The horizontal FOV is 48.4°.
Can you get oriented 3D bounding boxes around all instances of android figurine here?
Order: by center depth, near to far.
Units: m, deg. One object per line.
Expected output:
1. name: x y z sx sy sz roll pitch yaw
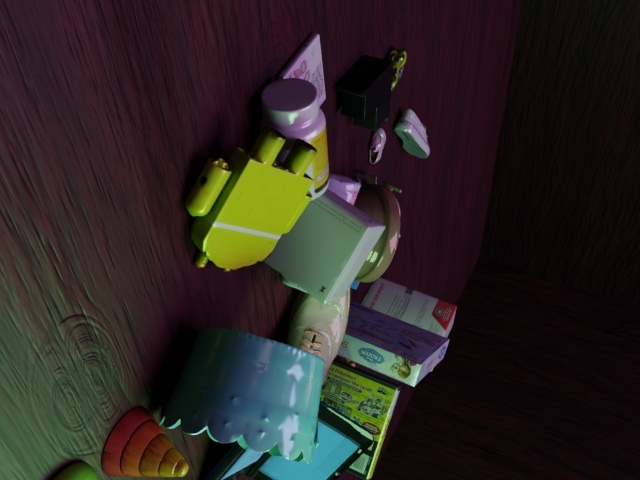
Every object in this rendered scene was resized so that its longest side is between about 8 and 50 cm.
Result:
1. android figurine: -0.117 -0.059 1.203 0.248 0.056 0.273 10 118 -51

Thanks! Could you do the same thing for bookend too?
1. bookend: 0.096 -0.309 1.608 0.156 0.072 0.157 -52 153 -40

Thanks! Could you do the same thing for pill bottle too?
1. pill bottle: -0.047 -0.179 1.291 0.119 0.119 0.208 -55 155 -36

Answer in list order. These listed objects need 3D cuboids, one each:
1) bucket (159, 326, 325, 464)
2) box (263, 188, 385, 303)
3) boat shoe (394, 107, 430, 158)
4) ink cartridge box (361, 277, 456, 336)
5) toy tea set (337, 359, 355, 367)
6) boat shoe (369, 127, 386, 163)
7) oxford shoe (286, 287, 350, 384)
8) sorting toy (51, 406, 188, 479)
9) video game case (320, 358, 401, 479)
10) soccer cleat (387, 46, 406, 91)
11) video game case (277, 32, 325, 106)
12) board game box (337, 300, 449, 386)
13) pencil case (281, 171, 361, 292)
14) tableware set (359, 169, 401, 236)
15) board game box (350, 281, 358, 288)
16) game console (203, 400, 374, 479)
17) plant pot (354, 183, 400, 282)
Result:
1. bucket: -0.127 0.276 1.271 0.281 0.281 0.183 57 46 -65
2. box: 0.000 0.000 1.426 0.182 0.181 0.119 -60 164 14
3. boat shoe: 0.278 -0.306 2.054 0.075 0.083 0.226 -68 159 -7
4. ink cartridge box: 0.260 0.257 2.231 0.197 0.273 0.114 -58 159 -32
5. toy tea set: 0.077 0.432 2.119 0.200 0.124 0.336 -48 150 -46
6. boat shoe: 0.143 -0.243 1.842 0.035 0.035 0.100 -53 159 -46
7. oxford shoe: -0.017 0.253 1.647 0.146 0.140 0.397 -129 -125 -83
8. sorting toy: -0.326 0.401 1.072 0.365 0.126 0.127 -41 144 -55
9. video game case: 0.042 0.439 1.820 0.035 0.275 0.248 11 97 -67
10. soccer cleat: 0.171 -0.395 1.745 0.072 0.060 0.179 80 32 -55
11. video game case: -0.033 -0.293 1.369 0.143 0.019 0.157 -58 155 -33
12. board game box: 0.153 0.263 1.897 0.318 0.319 0.066 -9 118 -66
13. pencil case: -0.001 -0.019 1.556 0.124 0.113 0.273 -137 -119 -75
14. tableware set: 0.131 -0.090 1.767 0.039 0.194 0.128 -14 117 -25
15. board game box: 0.104 0.035 1.887 0.210 0.047 0.160 -27 133 -82
16. game console: -0.074 0.479 1.527 0.250 0.173 0.293 -11 143 -56
17. plant pot: 0.077 -0.024 1.679 0.110 0.237 0.237 10 100 -29
